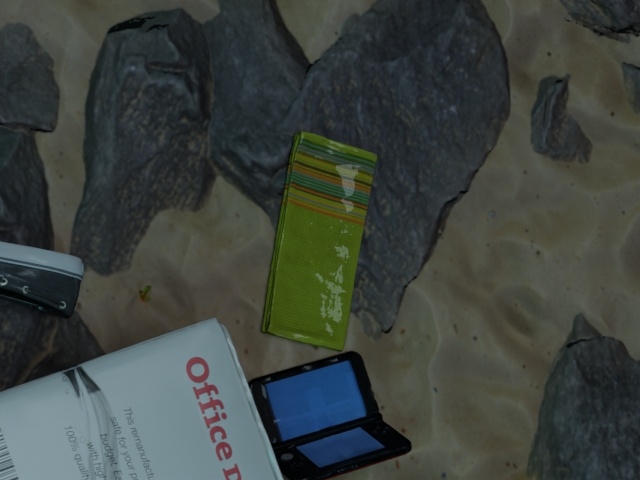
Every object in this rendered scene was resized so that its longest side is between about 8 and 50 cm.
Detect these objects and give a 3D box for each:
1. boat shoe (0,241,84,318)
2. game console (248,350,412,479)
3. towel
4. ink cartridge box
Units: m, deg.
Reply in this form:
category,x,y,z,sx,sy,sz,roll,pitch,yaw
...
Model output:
category,x,y,z,sx,sy,sz,roll,pitch,yaw
boat shoe,-0.358,0.041,1.945,0.229,0.080,0.076,11,75,-26
game console,0.010,0.193,2.049,0.144,0.124,0.085,-15,112,-22
towel,0.000,0.000,2.114,0.102,0.021,0.237,14,75,-17
ink cartridge box,-0.248,0.278,1.887,0.395,0.166,0.285,-19,87,-22
